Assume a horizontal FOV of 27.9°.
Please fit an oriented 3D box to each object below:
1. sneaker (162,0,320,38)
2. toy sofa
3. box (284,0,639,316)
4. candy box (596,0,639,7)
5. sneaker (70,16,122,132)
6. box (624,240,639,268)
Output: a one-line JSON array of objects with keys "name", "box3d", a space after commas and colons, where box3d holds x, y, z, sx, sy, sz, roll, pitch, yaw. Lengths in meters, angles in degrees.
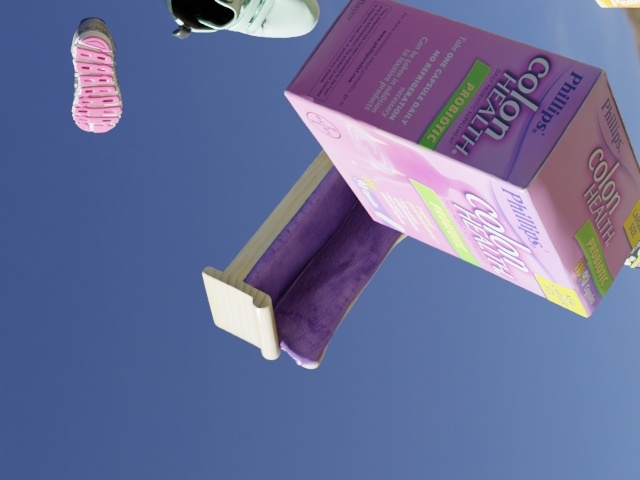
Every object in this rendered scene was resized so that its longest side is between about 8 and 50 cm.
[{"name": "sneaker", "box3d": [-0.104, -0.300, 1.707, 0.256, 0.094, 0.151, 12, -150, -26]}, {"name": "toy sofa", "box3d": [0.000, 0.000, 1.923, 0.362, 0.177, 0.150, -52, -24, -27]}, {"name": "box", "box3d": [0.128, -0.072, 1.076, 0.117, 0.243, 0.213, -56, -35, -13]}, {"name": "candy box", "box3d": [0.422, -0.325, 1.381, 0.183, 0.316, 0.087, 31, -108, -53]}, {"name": "sneaker", "box3d": [-0.281, -0.210, 1.615, 0.170, 0.063, 0.075, 96, 171, -49]}, {"name": "box", "box3d": [0.480, 0.007, 1.871, 0.083, 0.062, 0.052, 13, -133, -18]}]
